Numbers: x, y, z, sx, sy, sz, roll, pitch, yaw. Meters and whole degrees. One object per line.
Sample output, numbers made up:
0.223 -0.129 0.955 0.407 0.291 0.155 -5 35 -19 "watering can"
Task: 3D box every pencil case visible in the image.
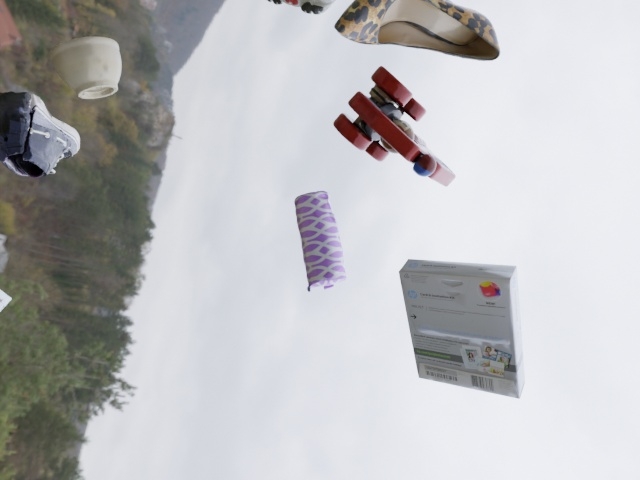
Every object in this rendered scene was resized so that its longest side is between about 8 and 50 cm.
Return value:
0.000 0.000 1.027 0.088 0.086 0.206 46 34 -76 "pencil case"

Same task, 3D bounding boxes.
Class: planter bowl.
-0.566 -0.416 1.219 0.162 0.162 0.109 -6 -79 63 "planter bowl"

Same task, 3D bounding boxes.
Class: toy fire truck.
0.189 -0.236 1.130 0.169 0.302 0.254 -48 -111 16 "toy fire truck"

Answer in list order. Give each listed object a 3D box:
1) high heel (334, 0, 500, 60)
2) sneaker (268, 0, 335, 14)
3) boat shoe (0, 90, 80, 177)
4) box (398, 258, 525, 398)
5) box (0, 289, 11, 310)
0.159 -0.320 0.759 0.186 0.261 0.093 46 -36 17 "high heel"
-0.041 -0.427 0.817 0.071 0.170 0.068 -49 162 -30 "sneaker"
-0.670 -0.215 1.175 0.340 0.127 0.158 129 -43 -81 "boat shoe"
0.191 0.117 0.664 0.145 0.186 0.038 2 -150 34 "box"
-0.595 0.105 0.751 0.170 0.091 0.130 3 -130 26 "box"
